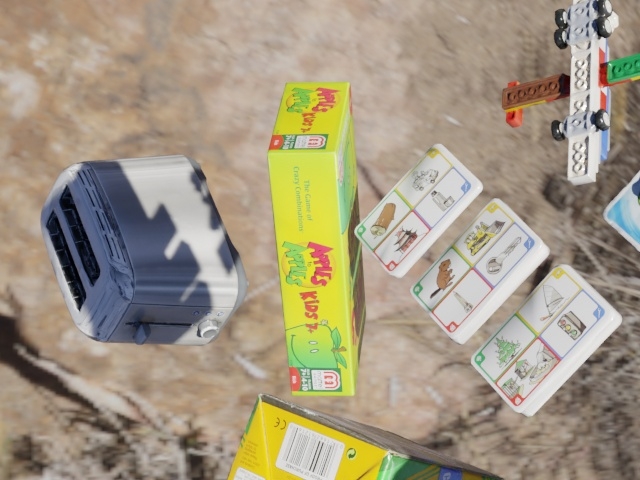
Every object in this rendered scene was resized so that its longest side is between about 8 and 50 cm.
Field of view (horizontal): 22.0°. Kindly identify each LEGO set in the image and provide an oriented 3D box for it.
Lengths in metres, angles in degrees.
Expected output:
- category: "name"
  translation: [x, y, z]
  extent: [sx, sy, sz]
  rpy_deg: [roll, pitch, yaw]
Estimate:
- category: "LEGO set"
  translation: [0.155, -0.038, 0.942]
  extent: [0.244, 0.060, 0.182]
  rpy_deg: [-49, 47, 7]

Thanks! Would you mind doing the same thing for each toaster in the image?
- category: "toaster"
  translation: [-0.181, 0.002, 1.632]
  extent: [0.129, 0.146, 0.227]
  rpy_deg: [-52, 51, 42]

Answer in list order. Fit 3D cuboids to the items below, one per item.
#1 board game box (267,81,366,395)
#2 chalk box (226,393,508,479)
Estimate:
- category: "board game box"
  translation: [0.000, 0.000, 1.050]
  extent: [0.043, 0.092, 0.181]
  rpy_deg: [0, 123, 7]
- category: "chalk box"
  translation: [0.040, 0.209, 1.208]
  extent: [0.132, 0.213, 0.132]
  rpy_deg: [18, 86, 40]
